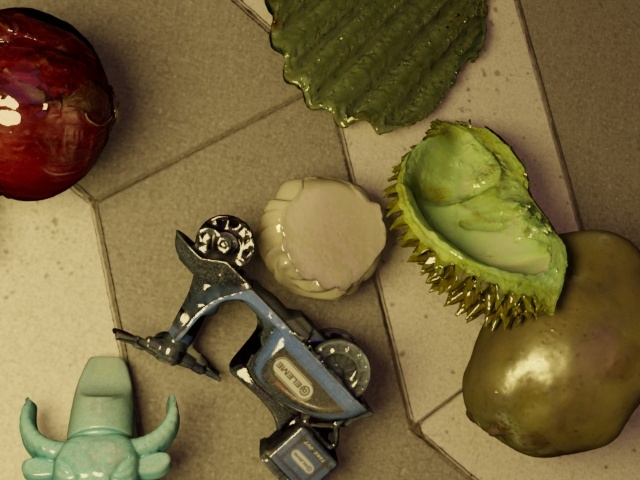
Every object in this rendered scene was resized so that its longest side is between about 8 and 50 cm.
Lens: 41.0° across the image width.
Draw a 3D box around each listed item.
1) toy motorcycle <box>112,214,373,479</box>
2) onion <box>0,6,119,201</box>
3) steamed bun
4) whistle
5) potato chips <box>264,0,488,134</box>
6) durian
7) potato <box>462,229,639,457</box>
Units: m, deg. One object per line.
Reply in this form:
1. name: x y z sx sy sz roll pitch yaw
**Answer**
1. toy motorcycle: -0.086 0.142 1.093 0.212 0.125 0.358 -43 95 0
2. onion: -0.354 -0.171 1.020 0.280 0.281 0.221 8 116 -17
3. steamed bun: 0.000 0.000 1.185 0.182 0.106 0.183 2 82 -15
4. whistle: -0.259 0.254 1.003 0.186 0.093 0.274 -1 48 -8
5. potato chips: 0.088 -0.371 1.321 0.358 0.070 0.429 43 68 -8
6. durian: 0.203 -0.044 1.198 0.163 0.198 0.394 40 30 -39
7. potato: 0.346 0.148 1.198 0.243 0.221 0.326 19 68 20
